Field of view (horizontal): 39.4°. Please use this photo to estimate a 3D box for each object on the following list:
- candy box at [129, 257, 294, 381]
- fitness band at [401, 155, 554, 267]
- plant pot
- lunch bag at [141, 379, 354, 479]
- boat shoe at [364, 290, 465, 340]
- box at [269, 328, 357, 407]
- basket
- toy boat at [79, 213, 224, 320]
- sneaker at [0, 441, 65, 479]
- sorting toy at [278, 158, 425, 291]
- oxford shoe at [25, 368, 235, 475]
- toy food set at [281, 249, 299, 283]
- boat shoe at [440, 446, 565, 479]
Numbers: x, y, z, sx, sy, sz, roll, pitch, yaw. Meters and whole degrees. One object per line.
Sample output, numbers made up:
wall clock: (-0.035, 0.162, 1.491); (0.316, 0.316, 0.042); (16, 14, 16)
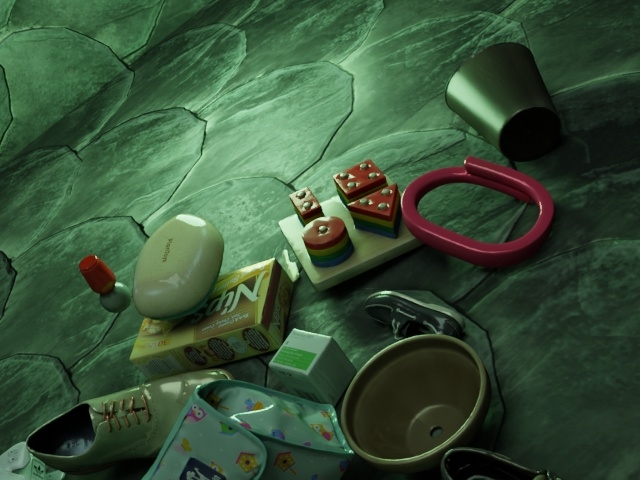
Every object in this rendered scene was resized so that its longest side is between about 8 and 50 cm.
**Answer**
candy box: (-0.219, 0.164, 1.819); (0.317, 0.087, 0.182); (-17, 38, 23)
fitness band: (0.288, -0.054, 1.657); (0.291, 0.054, 0.209); (24, 60, 33)
plant pot: (0.159, 0.269, 1.379); (0.237, 0.109, 0.237); (-21, 38, 17)
lunch bag: (-0.118, 0.337, 1.331); (0.223, 0.262, 0.160); (-60, 31, 19)
boat shoe: (0.151, 0.142, 1.564); (0.206, 0.075, 0.065); (11, 52, 39)
box: (-0.013, 0.224, 1.574); (0.101, 0.102, 0.087); (6, 50, 44)
basket: (0.381, -0.272, 1.802); (0.204, 0.154, 0.227); (-30, 39, 9)
toy boat: (-0.340, 0.072, 1.854); (0.318, 0.148, 0.267); (-10, 42, 21)
sneaker: (-0.526, 0.484, 1.649); (0.366, 0.137, 0.210); (-13, 43, 32)
sorting toy: (0.058, -0.046, 1.801); (0.257, 0.089, 0.255); (-24, 35, -6)
oxford shoe: (-0.343, 0.334, 1.629); (0.397, 0.146, 0.140); (-24, 67, 8)
toy food set: (0.000, 0.000, 1.877); (0.192, 0.038, 0.132); (-31, 36, 5)
boat shoe: (0.287, 0.368, 1.144); (0.355, 0.130, 0.132); (12, 56, 45)
